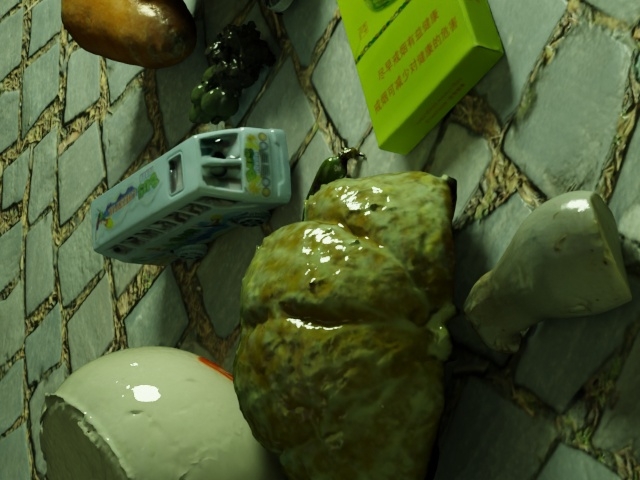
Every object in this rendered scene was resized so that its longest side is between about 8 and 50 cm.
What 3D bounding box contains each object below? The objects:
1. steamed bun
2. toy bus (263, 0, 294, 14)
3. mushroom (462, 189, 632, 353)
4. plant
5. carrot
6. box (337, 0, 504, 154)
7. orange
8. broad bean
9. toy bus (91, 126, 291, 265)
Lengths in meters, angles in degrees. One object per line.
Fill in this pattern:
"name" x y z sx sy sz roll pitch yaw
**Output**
"steamed bun" -0.145 0.286 1.783 0.374 0.241 0.374 48 150 40
"toy bus" -0.132 -0.395 2.061 0.329 0.143 0.153 19 88 58
"mushroom" 0.204 0.030 1.481 0.225 0.093 0.116 -28 71 48
"plant" -0.118 -0.212 2.051 0.174 0.085 0.087 -56 16 41
"carrot" -0.250 -0.307 2.199 0.225 0.159 0.159 35 111 52
"box" 0.092 -0.283 1.771 0.187 0.047 0.335 -46 47 41
"orange" 0.017 0.104 1.631 0.271 0.210 0.369 138 137 -74
"broad bean" -0.003 -0.002 1.851 0.069 0.039 0.227 22 100 51
"toy bus" -0.169 -0.054 2.026 0.329 0.136 0.109 -26 63 53
